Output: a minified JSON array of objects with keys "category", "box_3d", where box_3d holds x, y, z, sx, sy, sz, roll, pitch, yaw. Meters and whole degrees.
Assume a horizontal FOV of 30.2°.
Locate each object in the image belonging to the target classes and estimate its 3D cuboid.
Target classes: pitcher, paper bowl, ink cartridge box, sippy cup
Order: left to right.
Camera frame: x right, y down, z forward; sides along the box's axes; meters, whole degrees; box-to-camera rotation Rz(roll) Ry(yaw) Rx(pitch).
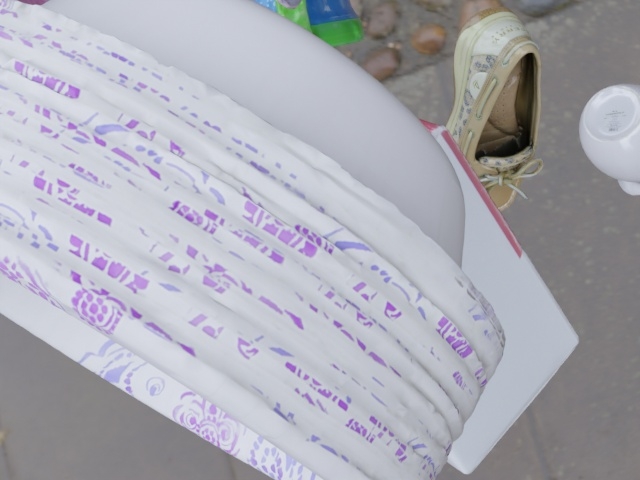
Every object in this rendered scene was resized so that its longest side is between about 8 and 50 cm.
[{"category":"paper bowl","box_3d":[-0.053,-0.006,0.518,0.284,0.284,0.148,23,75,32]},{"category":"sippy cup","box_3d":[-0.068,-0.378,1.713,0.305,0.240,0.224,1,105,48]},{"category":"ink cartridge box","box_3d":[0.000,0.000,1.060,0.160,0.279,0.384,-48,37,-12]},{"category":"pitcher","box_3d":[0.461,-0.138,1.633,0.177,0.207,0.125,-7,68,31]}]

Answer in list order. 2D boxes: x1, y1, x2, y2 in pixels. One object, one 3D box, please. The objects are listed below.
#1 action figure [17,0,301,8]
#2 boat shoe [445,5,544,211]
[{"category":"action figure","box_3d":[-0.136,-0.269,0.772,0.370,0.275,0.248,-41,63,26]},{"category":"boat shoe","box_3d":[0.203,-0.127,1.368,0.285,0.104,0.089,81,162,-45]}]
